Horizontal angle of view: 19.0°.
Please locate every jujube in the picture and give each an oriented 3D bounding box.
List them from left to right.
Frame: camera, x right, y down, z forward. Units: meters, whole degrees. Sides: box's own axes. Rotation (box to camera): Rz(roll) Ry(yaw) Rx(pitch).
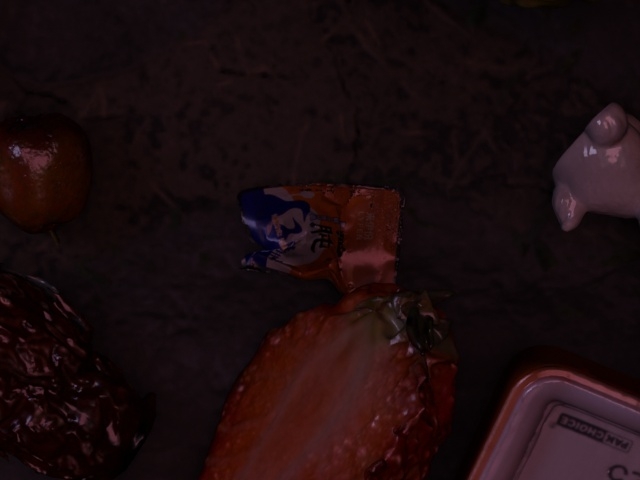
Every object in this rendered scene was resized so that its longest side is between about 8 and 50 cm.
[{"bbox_3d":[-0.183,0.088,1.179,0.166,0.104,0.104,45,85,-4],"label":"jujube"}]

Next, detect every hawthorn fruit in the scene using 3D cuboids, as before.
[{"bbox_3d":[-0.177,-0.044,1.199,0.077,0.077,0.077,0,88,-5],"label":"hawthorn fruit"}]

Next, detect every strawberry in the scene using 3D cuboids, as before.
[{"bbox_3d":[0.013,0.132,1.184,0.107,0.175,0.236,31,123,-33],"label":"strawberry"}]

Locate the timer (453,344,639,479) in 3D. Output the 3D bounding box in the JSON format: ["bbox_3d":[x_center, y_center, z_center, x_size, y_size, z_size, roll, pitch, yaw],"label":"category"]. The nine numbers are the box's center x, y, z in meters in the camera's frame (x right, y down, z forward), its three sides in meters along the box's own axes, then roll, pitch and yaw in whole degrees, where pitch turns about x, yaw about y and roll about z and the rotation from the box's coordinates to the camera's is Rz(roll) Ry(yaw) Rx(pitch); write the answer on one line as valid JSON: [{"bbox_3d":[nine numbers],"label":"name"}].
[{"bbox_3d":[0.187,0.218,1.179,0.257,0.161,0.250,22,94,-4],"label":"timer"}]

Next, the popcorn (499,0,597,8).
[{"bbox_3d":[0.125,-0.261,1.165,0.259,0.212,0.259,1,86,-12],"label":"popcorn"}]

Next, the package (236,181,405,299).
[{"bbox_3d":[0.000,0.000,1.230,0.111,0.033,0.077,5,64,-18],"label":"package"}]

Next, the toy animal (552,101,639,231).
[{"bbox_3d":[0.230,0.003,1.210,0.182,0.131,0.127,43,94,14],"label":"toy animal"}]
